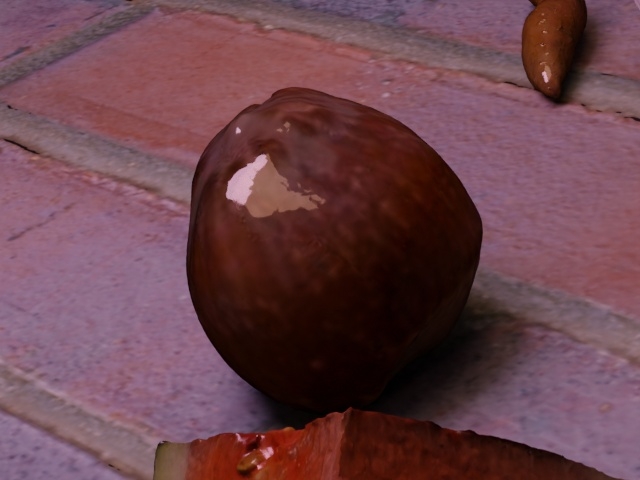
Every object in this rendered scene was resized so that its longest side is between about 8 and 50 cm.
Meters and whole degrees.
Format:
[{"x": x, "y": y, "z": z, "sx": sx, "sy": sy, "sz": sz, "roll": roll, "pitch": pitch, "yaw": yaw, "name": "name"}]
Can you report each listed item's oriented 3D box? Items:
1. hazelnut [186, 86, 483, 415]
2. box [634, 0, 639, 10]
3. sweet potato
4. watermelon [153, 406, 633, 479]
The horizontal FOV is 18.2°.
[{"x": 0.000, "y": 0.000, "z": 0.919, "sx": 0.143, "sy": 0.143, "sz": 0.154, "roll": -2, "pitch": 31, "yaw": 24, "name": "hazelnut"}, {"x": 0.313, "y": -0.179, "z": 1.088, "sx": 0.285, "sy": 0.044, "sz": 0.142, "roll": -34, "pitch": 37, "yaw": 10, "name": "box"}, {"x": 0.142, "y": -0.133, "z": 1.211, "sx": 0.044, "sy": 0.044, "sz": 0.179, "roll": -9, "pitch": 29, "yaw": 11, "name": "sweet potato"}, {"x": 0.009, "y": 0.124, "z": 0.721, "sx": 0.193, "sy": 0.137, "sz": 0.145, "roll": -32, "pitch": 8, "yaw": -35, "name": "watermelon"}]
